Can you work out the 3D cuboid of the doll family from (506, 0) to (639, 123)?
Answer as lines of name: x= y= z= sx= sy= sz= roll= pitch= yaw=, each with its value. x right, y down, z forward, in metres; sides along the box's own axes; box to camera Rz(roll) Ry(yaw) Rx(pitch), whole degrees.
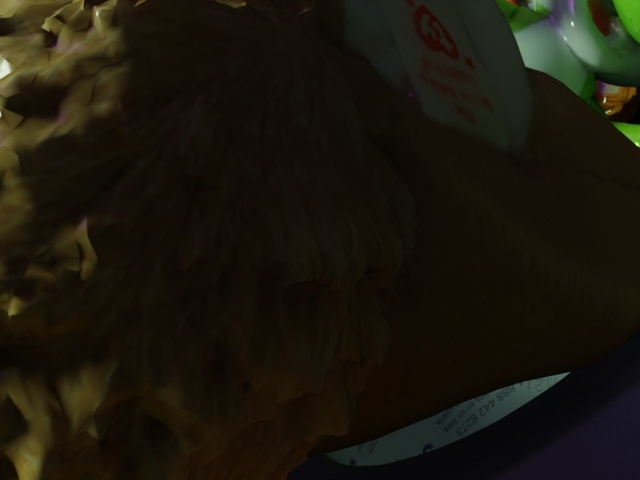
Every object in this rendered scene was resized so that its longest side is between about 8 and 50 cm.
doll family: x=0.215 y=-0.172 z=1.145 sx=0.263 sy=0.118 sz=0.163 roll=-42 pitch=48 yaw=2

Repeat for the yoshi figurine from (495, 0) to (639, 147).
yoshi figurine: x=0.141 y=-0.101 z=0.950 sx=0.362 sy=0.203 sz=0.203 roll=-43 pitch=52 yaw=-6

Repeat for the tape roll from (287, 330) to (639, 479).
tape roll: x=0.098 y=0.071 z=0.708 sx=0.274 sy=0.090 sz=0.275 roll=-33 pitch=13 yaw=9

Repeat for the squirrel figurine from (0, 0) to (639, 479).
squirrel figurine: x=-0.107 y=0.037 z=0.579 sx=0.370 sy=0.281 sz=0.397 roll=-35 pitch=10 yaw=29
